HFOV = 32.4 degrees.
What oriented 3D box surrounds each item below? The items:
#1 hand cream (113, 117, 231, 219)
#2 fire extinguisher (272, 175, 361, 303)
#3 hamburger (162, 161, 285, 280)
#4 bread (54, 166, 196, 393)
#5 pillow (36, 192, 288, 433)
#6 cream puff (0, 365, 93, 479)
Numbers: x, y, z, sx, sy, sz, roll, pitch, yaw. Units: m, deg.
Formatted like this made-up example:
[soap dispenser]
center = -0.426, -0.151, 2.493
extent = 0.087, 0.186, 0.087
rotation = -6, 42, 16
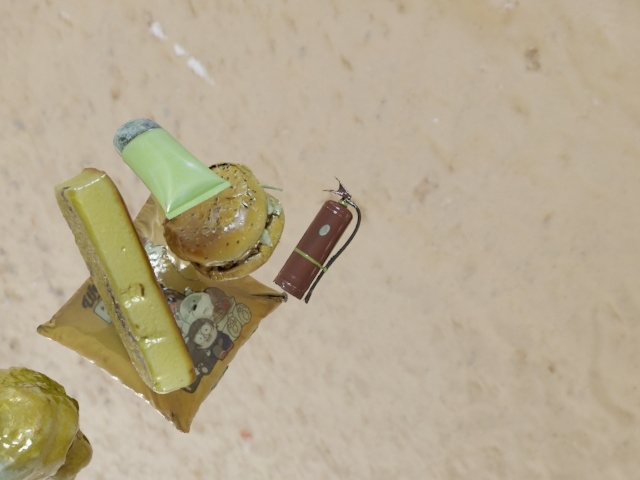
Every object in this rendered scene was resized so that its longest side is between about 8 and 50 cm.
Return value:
[hand cream]
center = -0.204, -0.098, 1.435
extent = 0.175, 0.095, 0.046
rotation = 45, 152, 30
[fire extinguisher]
center = 0.000, 0.000, 1.175
extent = 0.056, 0.132, 0.039
rotation = 33, 179, 6
[hamburger]
center = -0.141, -0.036, 1.642
extent = 0.113, 0.185, 0.177
rotation = 51, -170, -42
[bread]
center = -0.296, 0.068, 1.685
extent = 0.138, 0.077, 0.361
rotation = 12, 127, 63
[pillow]
center = -0.264, 0.125, 1.886
extent = 0.312, 0.310, 0.119
rotation = 38, 170, -3
[cream puff]
center = -0.442, 0.250, 1.373
extent = 0.270, 0.274, 0.323
rotation = 54, 128, 23
